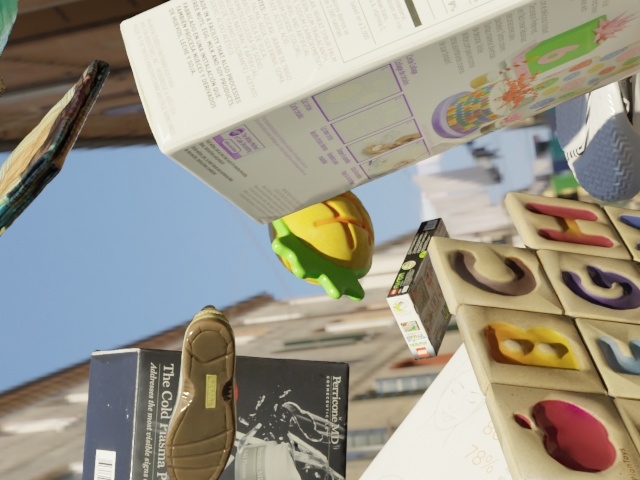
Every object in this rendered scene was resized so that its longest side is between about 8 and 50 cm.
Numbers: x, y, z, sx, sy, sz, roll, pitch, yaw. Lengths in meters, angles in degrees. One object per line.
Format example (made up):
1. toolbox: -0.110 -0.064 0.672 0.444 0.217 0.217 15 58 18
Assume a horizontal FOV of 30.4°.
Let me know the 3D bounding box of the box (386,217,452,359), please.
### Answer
1. box: 0.159 0.068 1.733 0.114 0.036 0.207 65 -150 -23

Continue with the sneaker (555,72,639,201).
1. sneaker: 0.370 -0.206 1.280 0.137 0.210 0.366 115 158 -61

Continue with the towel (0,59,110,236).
1. towel: -0.422 -0.062 1.556 0.040 0.370 0.271 37 -149 -20

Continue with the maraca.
1. maraca: 0.000 0.000 1.203 0.127 0.099 0.186 29 -155 -12

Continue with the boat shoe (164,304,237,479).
1. boat shoe: -0.113 0.155 1.166 0.072 0.068 0.190 -109 29 -70

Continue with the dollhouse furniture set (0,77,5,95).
1. dollhouse furniture set: -0.641 -0.191 1.311 0.394 0.256 0.362 51 -139 4

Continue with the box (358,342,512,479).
1. box: 0.169 0.193 0.830 0.168 0.215 0.345 43 -100 -30

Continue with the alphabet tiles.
1. alphabet tiles: 0.230 0.067 0.560 0.285 0.342 0.011 -102 23 -55

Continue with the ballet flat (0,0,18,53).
1. ballet flat: -0.278 -0.122 0.866 0.083 0.247 0.087 32 -132 -14

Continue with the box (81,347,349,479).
1. box: -0.140 0.322 1.560 0.312 0.179 0.343 7 -100 -31

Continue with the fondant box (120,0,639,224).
1. fondant box: 0.064 -0.131 0.799 0.238 0.330 0.096 42 -152 -75
